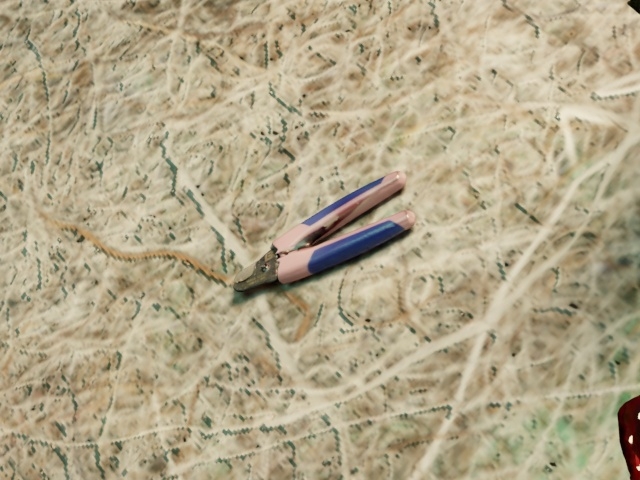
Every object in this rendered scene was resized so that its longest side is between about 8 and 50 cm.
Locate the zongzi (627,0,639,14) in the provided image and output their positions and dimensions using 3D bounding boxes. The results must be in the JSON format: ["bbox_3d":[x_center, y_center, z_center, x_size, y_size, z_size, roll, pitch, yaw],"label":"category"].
[{"bbox_3d":[0.205,-0.189,0.896,0.111,0.241,0.248,5,65,38],"label":"zongzi"}]

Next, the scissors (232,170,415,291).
[{"bbox_3d":[0.000,0.000,1.077,0.113,0.012,0.039,-26,49,20],"label":"scissors"}]

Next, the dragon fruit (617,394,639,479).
[{"bbox_3d":[0.245,0.199,0.727,0.286,0.228,0.329,-11,27,-9],"label":"dragon fruit"}]
